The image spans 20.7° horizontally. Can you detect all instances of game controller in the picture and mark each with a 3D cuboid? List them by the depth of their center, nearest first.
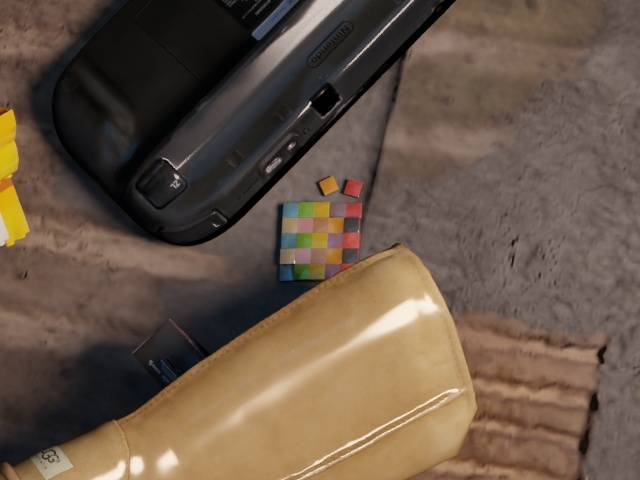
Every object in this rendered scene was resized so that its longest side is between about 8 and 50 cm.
[{"bbox_3d":[-0.026,-0.147,1.101,0.319,0.067,0.166,-45,54,-2],"label":"game controller"}]

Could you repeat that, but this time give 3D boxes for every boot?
[{"bbox_3d":[-0.031,0.160,0.970,0.269,0.236,0.089,-27,31,-16],"label":"boot"}]

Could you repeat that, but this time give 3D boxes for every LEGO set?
[{"bbox_3d":[-0.240,-0.033,1.098,0.227,0.093,0.087,13,39,44],"label":"LEGO set"}]

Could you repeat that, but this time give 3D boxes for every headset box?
[{"bbox_3d":[-0.071,0.084,1.021,0.032,0.083,0.062,-44,70,-2],"label":"headset box"}]

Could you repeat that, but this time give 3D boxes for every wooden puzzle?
[{"bbox_3d":[0.000,0.000,1.070,0.049,0.006,0.083,-1,74,14],"label":"wooden puzzle"}]
